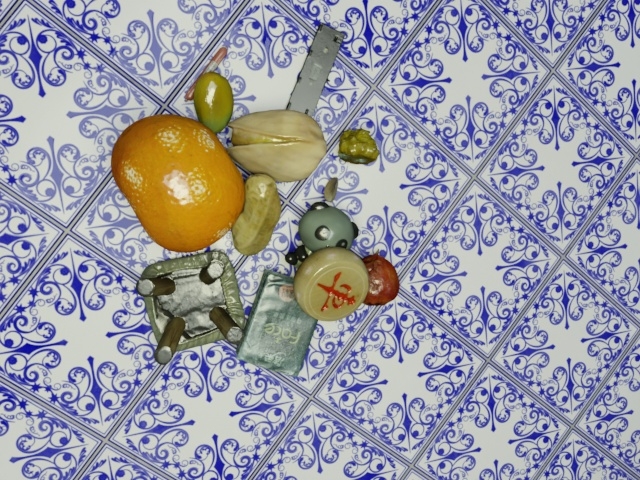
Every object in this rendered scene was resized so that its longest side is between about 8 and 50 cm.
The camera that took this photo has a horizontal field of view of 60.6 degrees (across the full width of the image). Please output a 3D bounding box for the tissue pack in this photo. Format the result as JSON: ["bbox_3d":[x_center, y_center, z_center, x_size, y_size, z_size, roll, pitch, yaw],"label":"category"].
[{"bbox_3d":[-0.132,0.280,1.863,0.227,0.103,0.316,20,91,-14],"label":"tissue pack"}]

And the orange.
[{"bbox_3d":[-0.400,-0.170,1.587,0.326,0.424,0.424,-30,102,-14],"label":"orange"}]

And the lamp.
[{"bbox_3d":[0.000,0.000,1.828,0.197,0.198,0.244,34,97,-14],"label":"lamp"}]

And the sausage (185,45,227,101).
[{"bbox_3d":[-0.365,-0.533,1.754,0.029,0.029,0.223,37,87,-14],"label":"sausage"}]

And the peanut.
[{"bbox_3d":[-0.204,-0.081,1.746,0.146,0.147,0.306,16,129,-14],"label":"peanut"}]

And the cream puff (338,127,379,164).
[{"bbox_3d":[0.129,-0.322,1.846,0.146,0.146,0.117,6,78,-14],"label":"cream puff"}]

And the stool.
[{"bbox_3d":[-0.404,0.211,1.730,0.310,0.226,0.311,-14,99,-8],"label":"stool"}]

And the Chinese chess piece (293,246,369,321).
[{"bbox_3d":[0.037,0.143,1.758,0.250,0.097,0.251,-10,120,-18],"label":"Chinese chess piece"}]

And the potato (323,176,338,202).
[{"bbox_3d":[0.036,-0.171,1.890,0.037,0.036,0.093,10,73,21],"label":"potato"}]

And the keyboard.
[{"bbox_3d":[-0.015,-0.560,1.834,0.106,0.027,0.317,23,91,-11],"label":"keyboard"}]

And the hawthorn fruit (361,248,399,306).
[{"bbox_3d":[0.187,0.143,1.904,0.173,0.173,0.179,-28,76,-9],"label":"hawthorn fruit"}]

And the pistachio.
[{"bbox_3d":[-0.139,-0.302,1.729,0.320,0.238,0.230,7,89,7],"label":"pistachio"}]

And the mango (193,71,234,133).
[{"bbox_3d":[-0.340,-0.432,1.737,0.130,0.092,0.195,5,103,-28],"label":"mango"}]
